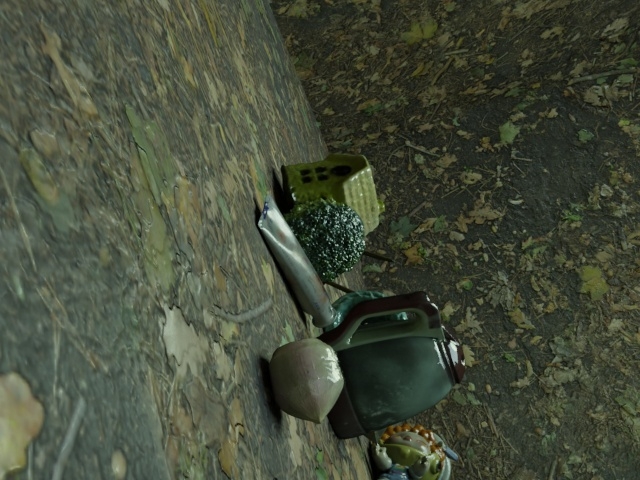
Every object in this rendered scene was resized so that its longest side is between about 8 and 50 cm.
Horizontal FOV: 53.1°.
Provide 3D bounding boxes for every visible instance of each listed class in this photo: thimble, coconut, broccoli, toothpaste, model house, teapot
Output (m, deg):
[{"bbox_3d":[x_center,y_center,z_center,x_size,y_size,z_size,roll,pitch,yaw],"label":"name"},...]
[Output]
[{"bbox_3d":[0.129,0.244,1.647,0.198,0.235,0.143,-57,149,-24],"label":"thimble"},{"bbox_3d":[-0.018,0.210,0.948,0.110,0.110,0.124,58,12,-67],"label":"coconut"},{"bbox_3d":[0.001,0.000,1.447,0.176,0.226,0.197,-157,-108,-74],"label":"broccoli"},{"bbox_3d":[-0.050,0.054,1.319,0.100,0.066,0.323,-77,149,-48],"label":"toothpaste"},{"bbox_3d":[0.036,-0.109,1.608,0.174,0.234,0.193,-115,-170,-53],"label":"model house"},{"bbox_3d":[0.150,0.251,1.396,0.233,0.312,0.315,-101,171,-57],"label":"teapot"}]

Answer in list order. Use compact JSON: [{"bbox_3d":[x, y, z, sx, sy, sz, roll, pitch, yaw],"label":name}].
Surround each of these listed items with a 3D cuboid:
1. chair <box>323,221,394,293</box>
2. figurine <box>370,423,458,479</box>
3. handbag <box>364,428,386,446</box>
[{"bbox_3d":[0.040,0.023,1.808,0.272,0.166,0.188,22,-30,38],"label":"chair"},{"bbox_3d":[0.203,0.628,1.722,0.382,0.225,0.205,2,92,-58],"label":"figurine"},{"bbox_3d":[0.134,0.416,1.736,0.270,0.117,0.182,-84,165,-71],"label":"handbag"}]
